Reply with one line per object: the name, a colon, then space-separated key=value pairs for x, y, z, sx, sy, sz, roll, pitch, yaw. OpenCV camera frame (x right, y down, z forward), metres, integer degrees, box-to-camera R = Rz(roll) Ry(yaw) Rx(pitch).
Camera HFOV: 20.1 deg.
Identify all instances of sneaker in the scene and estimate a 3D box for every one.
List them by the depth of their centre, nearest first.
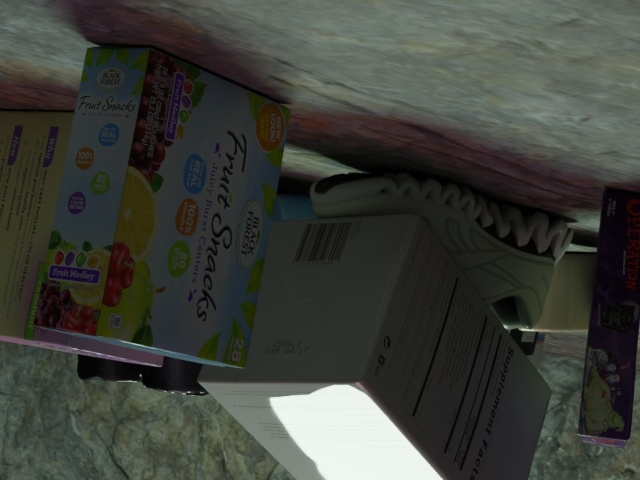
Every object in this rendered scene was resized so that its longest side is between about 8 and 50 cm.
sneaker: x=0.113 y=0.009 z=1.672 sx=0.292 sy=0.118 sz=0.110 roll=16 pitch=174 yaw=-34

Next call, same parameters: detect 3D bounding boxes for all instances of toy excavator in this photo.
toy excavator: x=0.016 y=0.037 z=1.904 sx=0.445 sy=0.222 sz=0.433 roll=-2 pitch=-177 yaw=-34

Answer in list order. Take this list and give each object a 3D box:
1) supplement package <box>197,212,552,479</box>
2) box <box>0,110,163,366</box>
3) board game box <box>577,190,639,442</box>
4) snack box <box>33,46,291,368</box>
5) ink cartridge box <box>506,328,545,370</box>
supplement package: x=0.058 y=0.131 z=1.633 sx=0.177 sy=0.175 sz=0.293 roll=-3 pitch=143 yaw=34
box: x=-0.247 y=-0.006 z=1.703 sx=0.243 sy=0.214 sz=0.117 roll=4 pitch=171 yaw=44
board game box: x=0.268 y=0.083 z=1.647 sx=0.056 sy=0.208 sz=0.347 roll=10 pitch=175 yaw=10
snack box: x=-0.112 y=-0.021 z=1.330 sx=0.070 sy=0.207 sz=0.174 roll=7 pitch=172 yaw=36
ink cartridge box: x=0.205 y=0.107 z=2.165 sx=0.072 sy=0.175 sz=0.127 roll=17 pitch=172 yaw=-27
